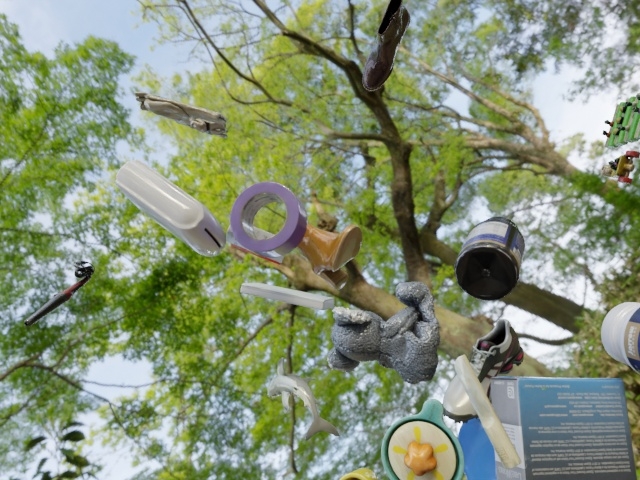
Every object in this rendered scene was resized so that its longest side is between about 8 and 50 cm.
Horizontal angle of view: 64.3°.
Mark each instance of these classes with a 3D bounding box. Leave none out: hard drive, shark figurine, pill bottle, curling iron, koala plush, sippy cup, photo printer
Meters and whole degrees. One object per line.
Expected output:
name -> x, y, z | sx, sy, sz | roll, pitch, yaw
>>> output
hard drive -> -0.117, 0.205, 1.890 | 0.203, 0.308, 0.040 | 19, -99, -77
shark figurine -> -0.044, 0.443, 1.487 | 0.116, 0.278, 0.166 | 0, -74, -40
pill bottle -> 0.360, 0.026, 1.065 | 0.219, 0.123, 0.122 | -40, -25, -57
curling iron -> -0.689, 0.138, 1.346 | 0.035, 0.274, 0.068 | -14, -64, 20
koala plush -> 0.125, 0.206, 1.090 | 0.222, 0.203, 0.196 | 5, -58, -6
sippy cup -> 0.448, 0.480, 1.172 | 0.224, 0.305, 0.239 | 5, -79, -24
photo printer -> -0.410, -0.078, 1.459 | 0.107, 0.308, 0.256 | -52, -16, -13
pill bottle -> 0.634, 0.183, 0.890 | 0.153, 0.153, 0.265 | -40, 4, -6

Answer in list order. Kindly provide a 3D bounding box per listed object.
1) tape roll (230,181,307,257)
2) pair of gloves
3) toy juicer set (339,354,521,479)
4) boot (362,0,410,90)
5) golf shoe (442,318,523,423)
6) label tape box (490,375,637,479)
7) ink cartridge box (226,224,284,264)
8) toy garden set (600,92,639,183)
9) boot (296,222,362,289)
tape roll -> -0.134, -0.054, 1.332 | 0.189, 0.189, 0.080 | -45, -20, 1
pair of gloves -> -0.321, -0.291, 1.202 | 0.204, 0.240, 0.042 | 15, -88, -7
toy juicer set -> 0.194, 0.376, 0.822 | 0.329, 0.209, 0.089 | -50, -21, 10
boot -> 0.178, -0.572, 1.487 | 0.248, 0.090, 0.207 | -63, -11, 12
golf shoe -> 0.360, 0.292, 1.165 | 0.273, 0.105, 0.120 | -40, -55, -29
label tape box -> 0.459, 0.429, 0.957 | 0.241, 0.333, 0.106 | 5, -16, -14
ink cartridge box -> -0.208, 0.029, 1.639 | 0.232, 0.189, 0.066 | 116, 175, -61
toy garden set -> 0.675, -0.229, 1.151 | 0.244, 0.049, 0.203 | -18, -59, -76
boot -> 0.001, 0.000, 1.421 | 0.104, 0.211, 0.295 | -34, -24, -27
